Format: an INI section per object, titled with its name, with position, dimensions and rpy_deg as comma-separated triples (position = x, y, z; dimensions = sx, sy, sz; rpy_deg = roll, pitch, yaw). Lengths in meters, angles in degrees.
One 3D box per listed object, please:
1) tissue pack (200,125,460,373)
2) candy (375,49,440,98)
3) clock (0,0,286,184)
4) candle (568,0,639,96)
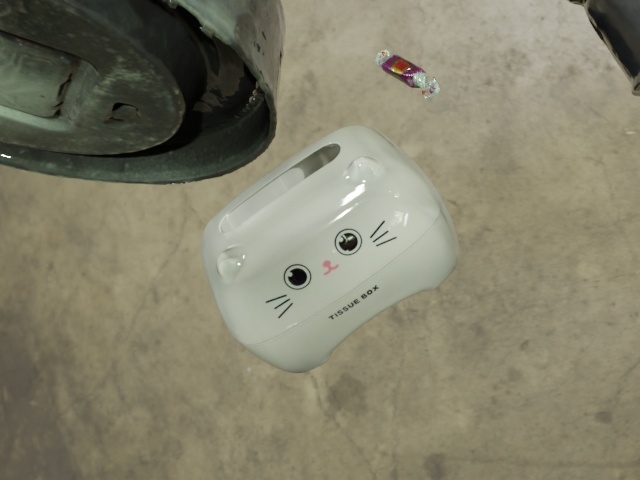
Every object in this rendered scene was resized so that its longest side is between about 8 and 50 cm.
[tissue pack]
position = 0.000, 0.000, 1.111
dimensions = 0.333, 0.236, 0.229
rpy_deg = -34, 40, 4
[candy]
position = 0.154, -0.309, 1.498
dimensions = 0.045, 0.043, 0.175
rpy_deg = -43, 49, -6
[clock]
position = -0.209, -0.139, 0.519
dimensions = 0.386, 0.386, 0.076
rpy_deg = -4, 69, 42
[candle]
position = 0.248, -0.024, 0.296
dimensions = 0.187, 0.187, 0.330
rpy_deg = -35, 82, 37
